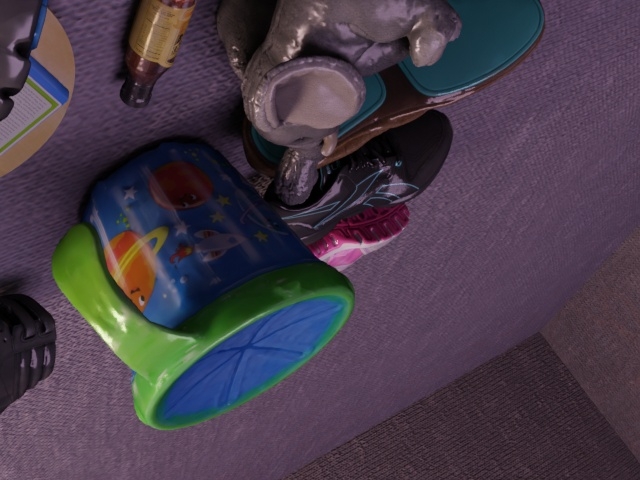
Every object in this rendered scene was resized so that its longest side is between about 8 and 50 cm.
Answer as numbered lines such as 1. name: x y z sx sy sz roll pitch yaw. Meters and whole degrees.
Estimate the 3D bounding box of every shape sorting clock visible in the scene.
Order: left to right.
1. shape sorting clock: -0.274 -0.104 0.638 0.206 0.040 0.206 -28 149 -19

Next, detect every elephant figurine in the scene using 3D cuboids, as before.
1. elephant figurine: -0.010 -0.147 0.770 0.239 0.186 0.169 -42 -170 16

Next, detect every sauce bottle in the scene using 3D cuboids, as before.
1. sauce bottle: -0.134 -0.160 0.732 0.042 0.042 0.128 -18 156 -37

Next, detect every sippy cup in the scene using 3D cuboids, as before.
1. sippy cup: -0.120 0.032 0.910 0.240 0.224 0.305 -29 158 -12

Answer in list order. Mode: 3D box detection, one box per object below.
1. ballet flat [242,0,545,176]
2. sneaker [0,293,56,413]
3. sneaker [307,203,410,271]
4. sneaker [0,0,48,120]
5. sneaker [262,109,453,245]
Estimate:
1. ballet flat: 0.071 -0.163 0.961 0.342 0.116 0.124 -32 179 -7
2. sneaker: -0.337 0.075 0.880 0.147 0.104 0.296 -42 156 -37
3. sneaker: 0.000 0.000 1.218 0.252 0.103 0.111 -20 160 -19
4. sneaker: -0.271 -0.049 0.567 0.139 0.125 0.341 14 111 -20
5. sneaker: 0.045 -0.082 1.089 0.267 0.101 0.106 -32 157 -7
